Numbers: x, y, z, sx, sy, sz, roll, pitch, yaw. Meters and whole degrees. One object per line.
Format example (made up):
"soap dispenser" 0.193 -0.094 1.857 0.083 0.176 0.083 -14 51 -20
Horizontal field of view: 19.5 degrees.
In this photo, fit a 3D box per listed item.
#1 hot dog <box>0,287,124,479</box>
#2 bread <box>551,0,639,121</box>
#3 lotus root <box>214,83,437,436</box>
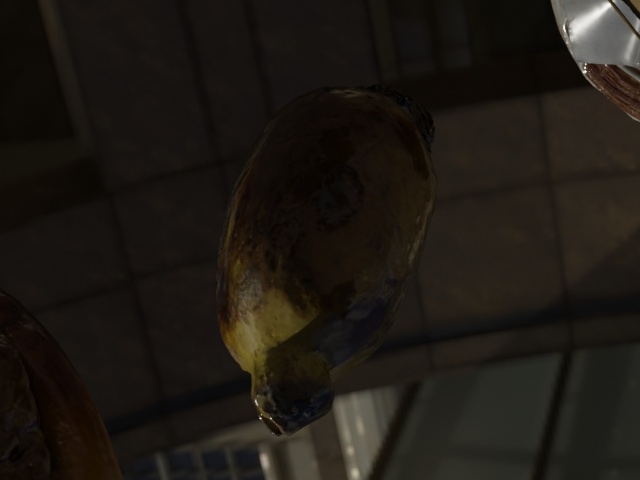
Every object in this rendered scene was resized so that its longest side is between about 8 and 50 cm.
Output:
"hot dog" -0.306 0.131 1.461 0.185 0.223 0.405 -19 -152 -26
"bread" 0.279 -0.193 1.452 0.142 0.224 0.212 -34 170 -23
"lotus root" 0.000 0.000 1.290 0.141 0.169 0.314 17 -132 1
